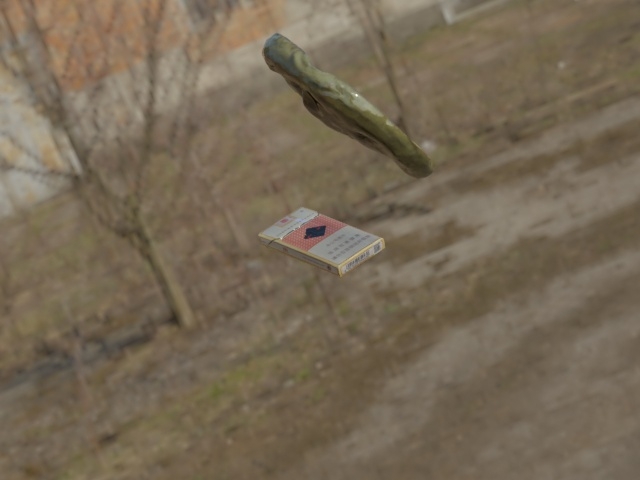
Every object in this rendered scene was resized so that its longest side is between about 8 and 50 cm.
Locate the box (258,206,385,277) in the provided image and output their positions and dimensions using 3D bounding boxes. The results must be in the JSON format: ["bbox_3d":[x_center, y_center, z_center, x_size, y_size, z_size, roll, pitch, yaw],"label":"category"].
[{"bbox_3d":[0.000,0.000,1.102,0.046,0.012,0.083,-33,38,-32],"label":"box"}]

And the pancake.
[{"bbox_3d":[0.029,-0.144,1.769,0.050,0.242,0.242,-51,8,3],"label":"pancake"}]
